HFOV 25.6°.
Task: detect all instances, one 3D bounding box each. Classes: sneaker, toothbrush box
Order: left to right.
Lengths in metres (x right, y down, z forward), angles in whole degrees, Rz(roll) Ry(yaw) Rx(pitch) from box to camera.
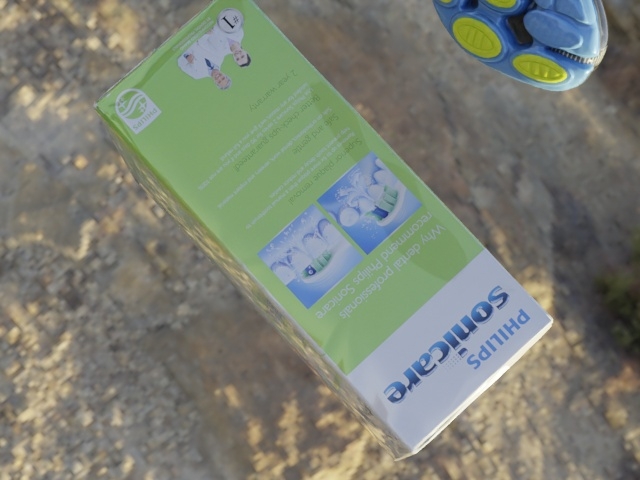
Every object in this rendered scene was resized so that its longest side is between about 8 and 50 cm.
[{"bbox_3d":[0.000,0.000,0.919,0.283,0.122,0.206,46,-7,7],"label":"toothbrush box"},{"bbox_3d":[0.072,-0.138,0.617,0.078,0.067,0.188,1,41,-38],"label":"sneaker"}]
